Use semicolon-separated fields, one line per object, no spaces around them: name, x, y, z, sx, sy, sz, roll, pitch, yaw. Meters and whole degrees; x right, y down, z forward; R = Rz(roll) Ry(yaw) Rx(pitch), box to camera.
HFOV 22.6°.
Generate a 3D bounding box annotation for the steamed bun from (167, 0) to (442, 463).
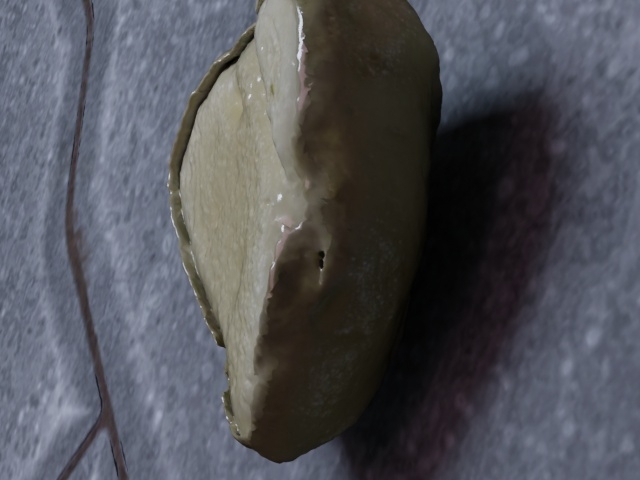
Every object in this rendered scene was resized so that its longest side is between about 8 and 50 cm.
steamed bun;0.005;-0.028;0.801;0.212;0.110;0.231;113;150;-41
